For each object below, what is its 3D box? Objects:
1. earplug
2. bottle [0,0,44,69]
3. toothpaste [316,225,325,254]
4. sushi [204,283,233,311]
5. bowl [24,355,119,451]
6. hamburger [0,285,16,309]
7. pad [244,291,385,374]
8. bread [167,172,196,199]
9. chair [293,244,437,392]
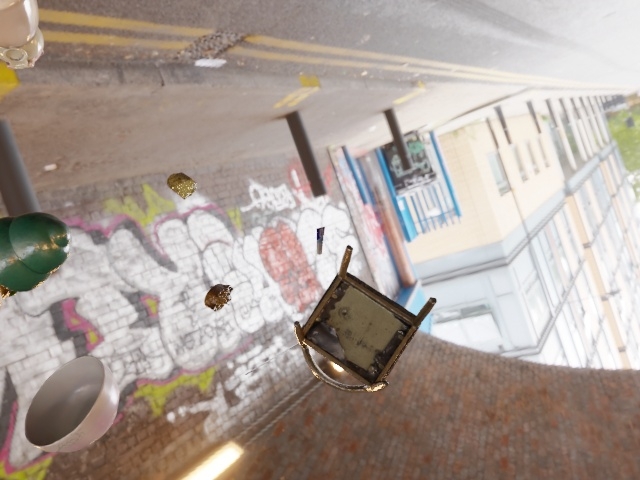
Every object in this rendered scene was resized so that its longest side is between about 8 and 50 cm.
[{"bbox_3d":[-0.650,0.009,1.153,0.280,0.164,0.257,-20,148,7],"label":"earplug"},{"bbox_3d":[-0.695,-0.486,1.280,0.147,0.148,0.236,-20,163,-17],"label":"bottle"},{"bbox_3d":[0.000,0.000,1.431,0.024,0.083,0.015,-14,-138,-18],"label":"toothpaste"},{"bbox_3d":[-0.260,0.147,1.487,0.060,0.061,0.118,17,-140,11],"label":"sushi"},{"bbox_3d":[-0.720,0.506,1.719,0.287,0.144,0.287,-18,-138,17],"label":"bowl"},{"bbox_3d":[-0.922,0.058,1.366,0.395,0.277,0.396,4,148,3],"label":"hamburger"},{"bbox_3d":[0.004,0.199,1.287,0.247,0.007,0.367,-33,172,17],"label":"pad"},{"bbox_3d":[-0.362,-0.144,1.503,0.066,0.060,0.110,6,-167,-33],"label":"bread"},{"bbox_3d":[0.061,0.151,0.965,0.166,0.188,0.272,-54,170,-21],"label":"chair"}]
